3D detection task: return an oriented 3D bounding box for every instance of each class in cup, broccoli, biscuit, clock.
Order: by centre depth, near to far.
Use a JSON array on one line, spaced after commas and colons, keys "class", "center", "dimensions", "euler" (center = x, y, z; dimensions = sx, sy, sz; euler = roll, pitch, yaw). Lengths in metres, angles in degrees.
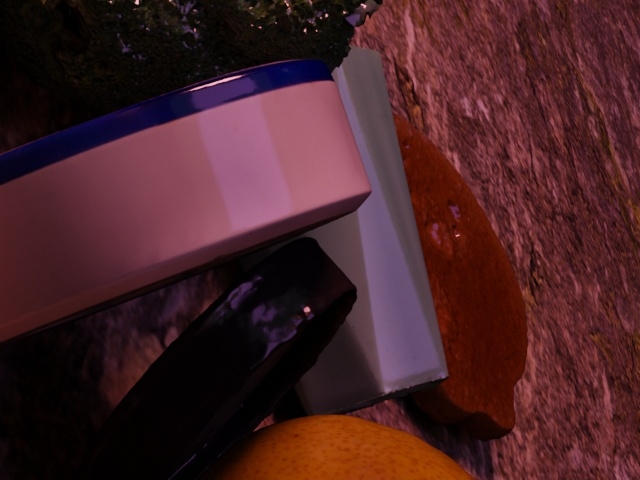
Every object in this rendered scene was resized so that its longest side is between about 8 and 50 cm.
[{"class": "clock", "center": [-0.092, -0.013, 0.835], "dimensions": [0.230, 0.230, 0.083], "euler": [-24, 94, -66]}, {"class": "clock", "center": [-0.052, 0.078, 0.897], "dimensions": [0.040, 0.184, 0.184], "euler": [42, 21, 10]}, {"class": "broccoli", "center": [-0.068, -0.184, 0.996], "dimensions": [0.270, 0.270, 0.270], "euler": [-52, 146, -64]}, {"class": "cup", "center": [0.000, 0.000, 1.156], "dimensions": [0.134, 0.148, 0.235], "euler": [86, -12, -80]}, {"class": "biscuit", "center": [0.088, 0.029, 1.401], "dimensions": [0.273, 0.049, 0.257], "euler": [50, 32, -31]}]

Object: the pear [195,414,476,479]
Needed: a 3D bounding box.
[{"class": "pear", "center": [0.002, 0.196, 0.882], "dimensions": [0.209, 0.209, 0.209], "euler": [46, 31, -38]}]
